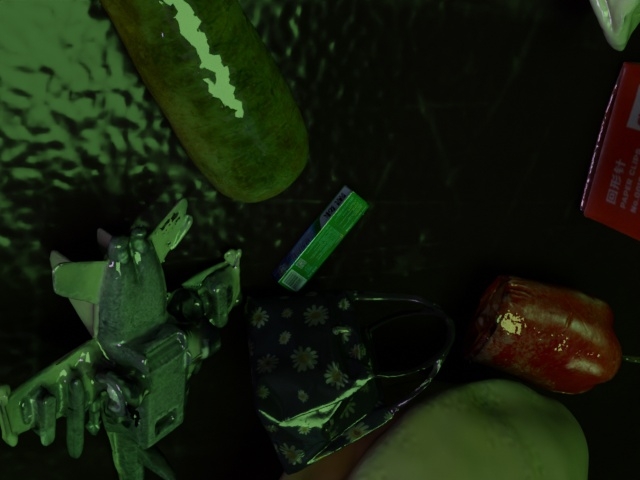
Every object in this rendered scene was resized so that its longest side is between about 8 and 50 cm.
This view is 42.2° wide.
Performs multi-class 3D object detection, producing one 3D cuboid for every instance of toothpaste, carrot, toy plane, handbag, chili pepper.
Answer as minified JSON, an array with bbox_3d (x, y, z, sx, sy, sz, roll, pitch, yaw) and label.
[{"bbox_3d":[0.000,0.000,0.586,0.020,0.017,0.083,37,94,-31],"label":"toothpaste"},{"bbox_3d":[-0.099,-0.171,0.426,0.074,0.074,0.358,-32,122,-9],"label":"carrot"},{"bbox_3d":[-0.116,0.103,0.538,0.192,0.088,0.262,-33,132,-42],"label":"toy plane"},{"bbox_3d":[0.021,0.074,0.551,0.139,0.115,0.072,-21,128,7],"label":"handbag"},{"bbox_3d":[0.202,0.083,0.682,0.192,0.086,0.084,16,77,-21],"label":"chili pepper"}]

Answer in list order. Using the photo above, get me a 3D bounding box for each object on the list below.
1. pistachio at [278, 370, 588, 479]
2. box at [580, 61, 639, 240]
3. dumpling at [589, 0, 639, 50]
[{"bbox_3d":[0.108,0.315,0.595,0.365,0.281,0.446,0,80,-40],"label":"pistachio"},{"bbox_3d":[0.316,-0.066,0.661,0.182,0.099,0.133,-1,111,-24],"label":"box"},{"bbox_3d":[0.219,-0.223,0.553,0.134,0.100,0.169,-36,112,-52],"label":"dumpling"}]
